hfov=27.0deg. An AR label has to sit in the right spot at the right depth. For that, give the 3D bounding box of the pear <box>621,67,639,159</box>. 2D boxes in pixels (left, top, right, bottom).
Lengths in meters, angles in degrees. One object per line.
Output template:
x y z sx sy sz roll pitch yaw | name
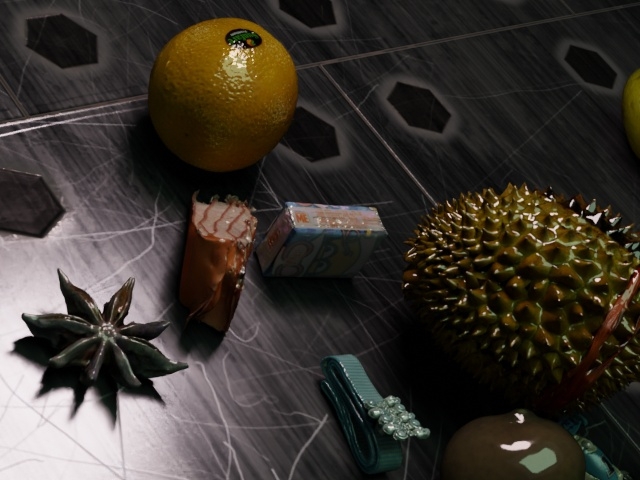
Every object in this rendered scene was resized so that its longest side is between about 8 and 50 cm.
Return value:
0.700 -0.220 2.469 0.269 0.269 0.321 2 36 -30 | pear

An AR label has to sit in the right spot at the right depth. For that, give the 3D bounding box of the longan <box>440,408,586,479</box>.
0.249 0.306 1.723 0.189 0.189 0.189 17 43 -17 | longan

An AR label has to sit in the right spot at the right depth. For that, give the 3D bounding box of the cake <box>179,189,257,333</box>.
-0.135 0.001 1.831 0.098 0.135 0.287 8 35 -6 | cake

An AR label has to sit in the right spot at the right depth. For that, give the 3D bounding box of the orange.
-0.142 -0.214 1.952 0.236 0.236 0.236 17 43 -17 | orange

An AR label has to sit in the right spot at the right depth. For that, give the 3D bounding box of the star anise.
-0.272 0.116 1.660 0.204 0.061 0.181 4 54 -25 | star anise

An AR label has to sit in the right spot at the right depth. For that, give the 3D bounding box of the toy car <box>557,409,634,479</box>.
0.365 0.314 1.818 0.161 0.098 0.126 28 37 33 | toy car

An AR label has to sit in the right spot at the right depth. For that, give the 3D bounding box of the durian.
0.300 0.082 1.845 0.384 0.348 0.348 9 45 -8 | durian

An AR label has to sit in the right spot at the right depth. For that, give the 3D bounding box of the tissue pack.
0.000 0.000 1.904 0.155 0.115 0.065 4 51 -30 | tissue pack

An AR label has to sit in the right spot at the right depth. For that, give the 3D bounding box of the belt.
0.060 0.214 1.748 0.065 0.100 0.179 -2 49 -38 | belt
